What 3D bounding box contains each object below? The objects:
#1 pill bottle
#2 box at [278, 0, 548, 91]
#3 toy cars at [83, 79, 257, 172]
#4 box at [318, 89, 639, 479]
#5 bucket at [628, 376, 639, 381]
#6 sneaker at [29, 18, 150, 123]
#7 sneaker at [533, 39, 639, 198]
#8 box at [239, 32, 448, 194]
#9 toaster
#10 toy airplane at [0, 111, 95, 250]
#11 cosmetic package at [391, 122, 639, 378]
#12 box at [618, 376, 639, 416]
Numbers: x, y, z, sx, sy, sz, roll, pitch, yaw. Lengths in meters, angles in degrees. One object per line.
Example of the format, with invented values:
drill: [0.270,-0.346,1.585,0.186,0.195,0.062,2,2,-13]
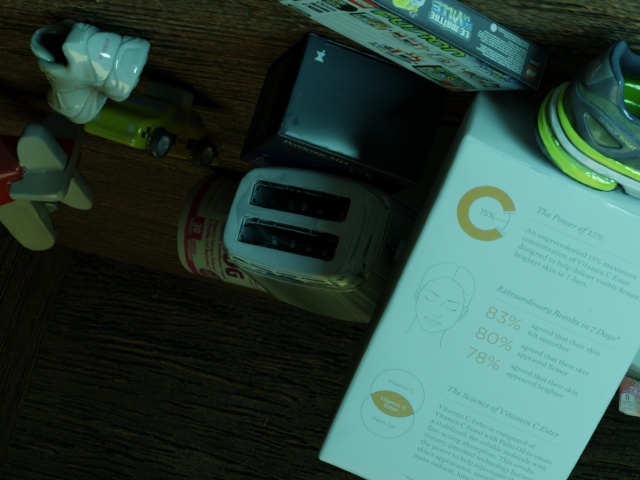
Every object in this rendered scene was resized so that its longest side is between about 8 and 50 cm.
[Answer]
pill bottle: [-0.060,0.002,2.386,0.283,0.160,0.160,13,171,23]
box: [0.079,-0.179,1.320,0.207,0.036,0.114,23,170,-35]
toy cars: [-0.098,-0.119,1.935,0.393,0.087,0.176,16,-175,-20]
box: [0.167,0.067,1.430,0.215,0.345,0.168,24,-154,0]
bucket: [0.456,0.085,1.804,0.281,0.183,0.281,17,172,2]
sneaker: [-0.277,-0.203,1.773,0.115,0.090,0.232,27,160,-20]
sneaker: [0.327,-0.072,1.260,0.300,0.111,0.121,16,152,-6]
box: [0.019,-0.118,1.597,0.153,0.108,0.207,19,172,-10]
toaster: [0.000,0.000,1.606,0.227,0.129,0.146,13,167,27]
toy airplane: [-0.511,-0.129,2.267,0.384,0.272,0.386,10,140,-27]
cosmetic package: [0.196,0.003,1.687,0.385,0.217,0.156,13,171,37]
box: [0.545,0.157,2.003,0.300,0.142,0.154,6,-165,34]
